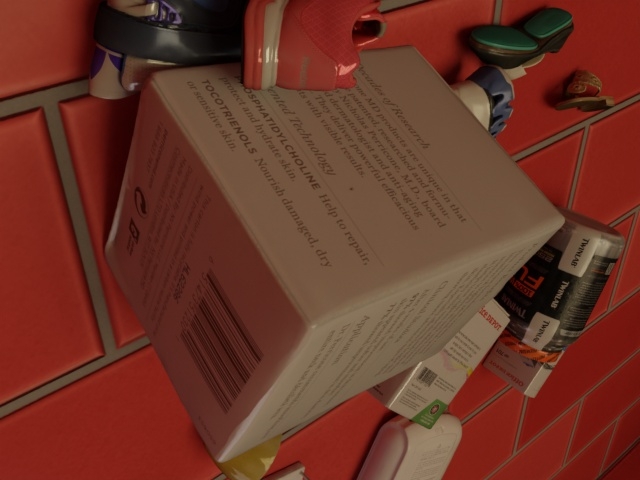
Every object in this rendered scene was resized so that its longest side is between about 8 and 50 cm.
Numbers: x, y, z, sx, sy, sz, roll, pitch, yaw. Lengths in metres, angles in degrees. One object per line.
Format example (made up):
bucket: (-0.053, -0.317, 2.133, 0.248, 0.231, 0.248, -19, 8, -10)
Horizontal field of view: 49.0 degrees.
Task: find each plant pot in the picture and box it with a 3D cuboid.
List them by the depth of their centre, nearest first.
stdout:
plant pot: (-0.144, 0.340, 1.203, 0.095, 0.134, 0.134, 35, 89, -23)

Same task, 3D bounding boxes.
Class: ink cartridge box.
ink cartridge box: (0.215, 0.202, 1.355, 0.278, 0.117, 0.201, -54, 139, -2)
ink cartridge box: (0.535, 0.287, 1.819, 0.082, 0.139, 0.190, 29, 94, -51)

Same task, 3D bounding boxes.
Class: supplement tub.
supplement tub: (0.551, 0.103, 1.659, 0.207, 0.207, 0.338, 2, 113, -46)

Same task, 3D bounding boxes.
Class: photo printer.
photo printer: (0.208, 0.542, 1.690, 0.256, 0.107, 0.307, 6, 111, -47)

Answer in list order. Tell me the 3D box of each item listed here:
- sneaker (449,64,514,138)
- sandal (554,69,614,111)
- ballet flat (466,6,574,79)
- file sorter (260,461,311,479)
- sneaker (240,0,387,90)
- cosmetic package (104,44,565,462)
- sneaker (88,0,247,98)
sneaker: (0.214, -0.146, 1.235, 0.182, 0.127, 0.315, -16, 129, -25)
sandal: (0.561, -0.323, 1.503, 0.240, 0.088, 0.079, -8, 90, -50)
ballet flat: (0.358, -0.341, 1.258, 0.280, 0.095, 0.096, -23, 142, -33)
file sorter: (-0.087, 0.634, 1.409, 0.193, 0.173, 0.277, -11, 124, -40)
sneaker: (0.010, -0.259, 0.783, 0.116, 0.136, 0.314, 100, 5, -50)
cosmetic package: (0.000, 0.000, 0.871, 0.394, 0.327, 0.329, -17, 152, -37)
sneaker: (-0.199, -0.264, 0.718, 0.323, 0.130, 0.236, 28, 94, -52)
